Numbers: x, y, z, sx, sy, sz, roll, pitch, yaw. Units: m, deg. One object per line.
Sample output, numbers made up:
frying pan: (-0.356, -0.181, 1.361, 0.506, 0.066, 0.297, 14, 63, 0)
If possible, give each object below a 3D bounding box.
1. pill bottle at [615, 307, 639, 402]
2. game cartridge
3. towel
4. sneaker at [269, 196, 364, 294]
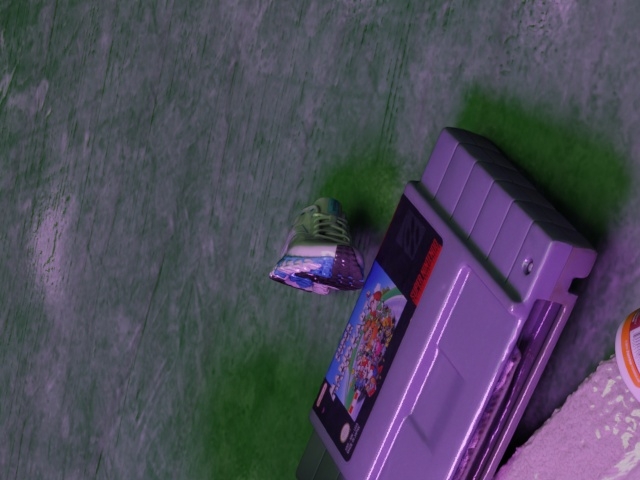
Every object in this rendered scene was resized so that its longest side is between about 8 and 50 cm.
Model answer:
pill bottle: (0.288, 0.063, 1.330, 0.152, 0.086, 0.086, -33, 61, 43)
game cartridge: (0.088, 0.106, 1.552, 0.230, 0.068, 0.355, 50, 123, 53)
towel: (0.193, 0.238, 1.453, 0.282, 0.049, 0.187, -53, 49, 32)
sneaker: (0.000, 0.000, 1.666, 0.190, 0.071, 0.083, 174, 114, -76)
